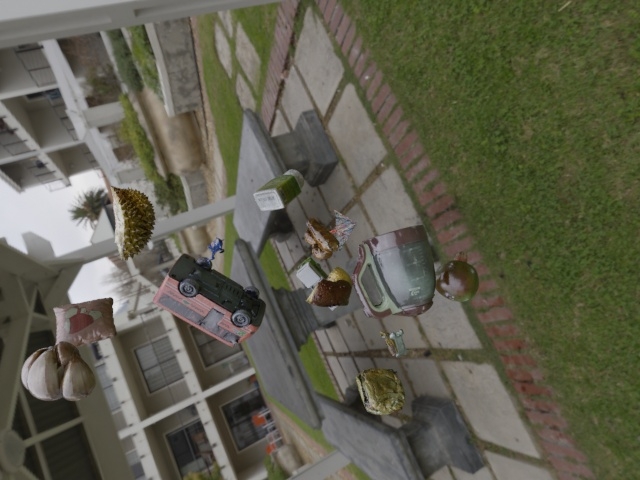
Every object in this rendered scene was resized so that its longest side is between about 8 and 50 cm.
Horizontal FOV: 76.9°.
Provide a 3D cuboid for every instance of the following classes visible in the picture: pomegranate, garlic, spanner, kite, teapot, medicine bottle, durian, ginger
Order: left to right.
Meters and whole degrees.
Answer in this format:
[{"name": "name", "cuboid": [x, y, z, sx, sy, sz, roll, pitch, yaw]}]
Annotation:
[{"name": "garlic", "cuboid": [-0.829, 0.426, 1.268, 0.214, 0.160, 0.190, 13, 116, 41]}, {"name": "durian", "cuboid": [-0.628, -0.053, 1.365, 0.183, 0.138, 0.249, 15, 102, 41]}, {"name": "medicine bottle", "cuboid": [-0.148, -0.196, 1.552, 0.132, 0.188, 0.088, -6, 119, 38]}, {"name": "ginger", "cuboid": [0.000, 0.000, 1.387, 0.162, 0.074, 0.103, 52, 129, 31]}, {"name": "kite", "cuboid": [0.100, -0.059, 1.923, 0.189, 0.009, 0.231, -21, 59, 36]}, {"name": "teapot", "cuboid": [0.264, 0.128, 1.444, 0.233, 0.316, 0.311, 141, 114, -73]}, {"name": "spanner", "cuboid": [0.345, 0.450, 1.743, 0.017, 0.071, 0.301, 62, 178, 37]}, {"name": "pomegranate", "cuboid": [0.553, 0.141, 1.619, 0.180, 0.209, 0.180, 22, 157, 10]}]

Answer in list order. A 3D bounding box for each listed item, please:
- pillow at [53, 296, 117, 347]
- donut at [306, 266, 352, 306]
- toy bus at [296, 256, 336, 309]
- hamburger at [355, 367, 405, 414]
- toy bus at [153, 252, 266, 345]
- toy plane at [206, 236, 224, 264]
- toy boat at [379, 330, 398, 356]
[{"name": "pillow", "cuboid": [-0.937, 0.326, 1.603, 0.236, 0.224, 0.083, 54, 151, 42]}, {"name": "donut", "cuboid": [0.067, 0.210, 1.759, 0.151, 0.295, 0.112, 28, 115, 14]}, {"name": "toy bus", "cuboid": [0.006, 0.233, 2.143, 0.301, 0.113, 0.139, 47, -164, -8]}, {"name": "hamburger", "cuboid": [0.247, 0.627, 1.672, 0.206, 0.184, 0.129, -105, 19, -54]}, {"name": "toy bus", "cuboid": [-0.457, 0.260, 1.693, 0.427, 0.233, 0.203, 35, -154, -13]}, {"name": "toy plane", "cuboid": [-0.420, 0.039, 1.592, 0.054, 0.062, 0.167, 62, 145, 21]}, {"name": "toy boat", "cuboid": [0.347, 0.514, 2.025, 0.149, 0.049, 0.047, 57, 158, 35]}]
